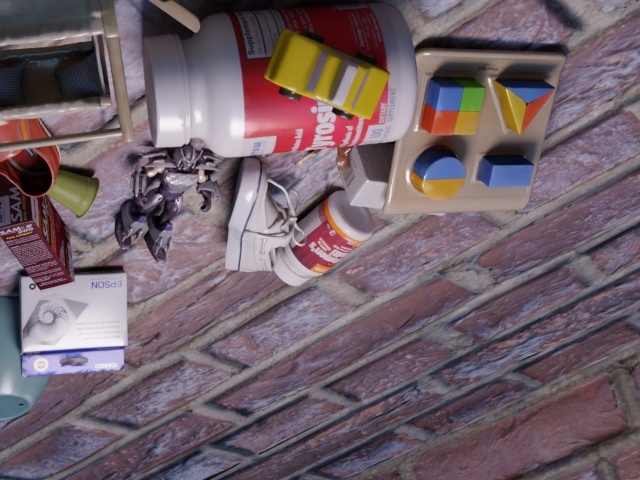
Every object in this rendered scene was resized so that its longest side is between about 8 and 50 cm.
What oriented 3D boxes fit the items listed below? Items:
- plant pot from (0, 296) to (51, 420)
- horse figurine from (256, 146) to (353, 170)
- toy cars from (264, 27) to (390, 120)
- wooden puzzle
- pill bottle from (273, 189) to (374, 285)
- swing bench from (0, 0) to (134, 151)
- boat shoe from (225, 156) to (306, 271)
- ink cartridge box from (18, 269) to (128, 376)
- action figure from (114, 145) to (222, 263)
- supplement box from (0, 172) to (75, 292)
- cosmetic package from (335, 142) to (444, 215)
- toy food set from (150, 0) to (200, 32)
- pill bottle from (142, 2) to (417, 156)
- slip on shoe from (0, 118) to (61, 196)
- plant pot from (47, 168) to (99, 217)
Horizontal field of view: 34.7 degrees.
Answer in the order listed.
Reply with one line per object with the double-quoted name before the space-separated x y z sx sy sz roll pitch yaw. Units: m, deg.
"plant pot" -0.709 0.280 2.238 0.290 0.195 0.290 -10 148 -7
"horse figurine" -0.034 -0.201 1.893 0.263 0.066 0.174 10 146 -31
"toy cars" -0.018 -0.318 1.441 0.176 0.087 0.393 -31 119 -9
"wooden puzzle" 0.296 -0.189 1.924 0.322 0.080 0.347 -3 122 -23
"pill bottle" 0.000 0.000 2.169 0.121 0.121 0.221 16 137 -40
"swing bench" -0.414 -0.271 1.471 0.253 0.165 0.254 -9 131 -9
"boat shoe" -0.101 -0.033 2.025 0.157 0.135 0.367 9 148 -3
"ink cartridge box" -0.519 0.178 2.161 0.223 0.223 0.045 -3 -172 -20
"action figure" -0.290 -0.082 1.944 0.185 0.099 0.285 11 137 -28
"supplement box" -0.531 -0.018 1.906 0.073 0.130 0.239 -14 150 -1
"cosmetic package" 0.157 -0.126 2.043 0.231 0.117 0.085 3 143 -29
"toy food set" -0.182 -0.426 1.480 0.128 0.071 0.218 28 131 -7
"pill bottle" -0.070 -0.254 1.638 0.408 0.229 0.229 -7 148 -13
"slip on shoe" -0.524 -0.183 1.678 0.123 0.101 0.331 -17 147 6
"plant pot" -0.460 -0.094 1.877 0.079 0.083 0.083 28 130 -32
